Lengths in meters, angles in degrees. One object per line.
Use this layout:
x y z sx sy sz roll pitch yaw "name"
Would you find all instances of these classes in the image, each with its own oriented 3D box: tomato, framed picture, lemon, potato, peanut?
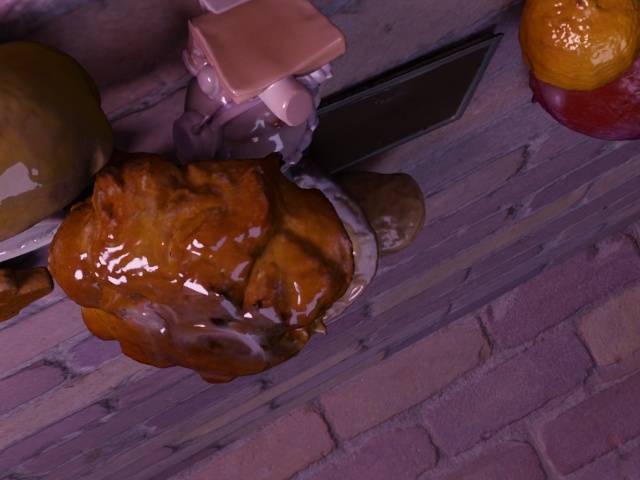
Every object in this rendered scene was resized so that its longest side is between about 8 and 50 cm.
0.437 -0.241 1.298 0.335 0.176 0.289 -36 160 26 "tomato"
0.085 -0.158 1.221 0.273 0.016 0.216 -24 164 -16 "framed picture"
0.297 -0.240 1.117 0.142 0.142 0.187 -29 169 -2 "lemon"
-0.251 -0.069 0.704 0.200 0.154 0.137 -16 116 -22 "potato"
0.000 0.000 1.324 0.313 0.149 0.149 -31 164 -10 "peanut"

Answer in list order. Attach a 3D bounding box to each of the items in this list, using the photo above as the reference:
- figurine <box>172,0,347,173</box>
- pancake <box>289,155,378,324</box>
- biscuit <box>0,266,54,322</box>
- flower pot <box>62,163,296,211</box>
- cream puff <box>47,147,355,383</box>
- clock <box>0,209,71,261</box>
-0.053 -0.124 0.860 0.162 0.141 0.237 -31 165 -19 "figurine"
-0.074 0.014 1.186 0.294 0.049 0.294 -9 129 -11 "pancake"
-0.400 0.074 1.019 0.184 0.035 0.249 -30 171 36 "biscuit"
-0.144 -0.027 0.999 0.229 0.103 0.108 -24 -156 -28 "flower pot"
-0.097 0.025 0.824 0.269 0.155 0.241 -8 144 19 "cream puff"
-0.330 -0.003 0.855 0.236 0.053 0.236 -17 178 -1 "clock"
